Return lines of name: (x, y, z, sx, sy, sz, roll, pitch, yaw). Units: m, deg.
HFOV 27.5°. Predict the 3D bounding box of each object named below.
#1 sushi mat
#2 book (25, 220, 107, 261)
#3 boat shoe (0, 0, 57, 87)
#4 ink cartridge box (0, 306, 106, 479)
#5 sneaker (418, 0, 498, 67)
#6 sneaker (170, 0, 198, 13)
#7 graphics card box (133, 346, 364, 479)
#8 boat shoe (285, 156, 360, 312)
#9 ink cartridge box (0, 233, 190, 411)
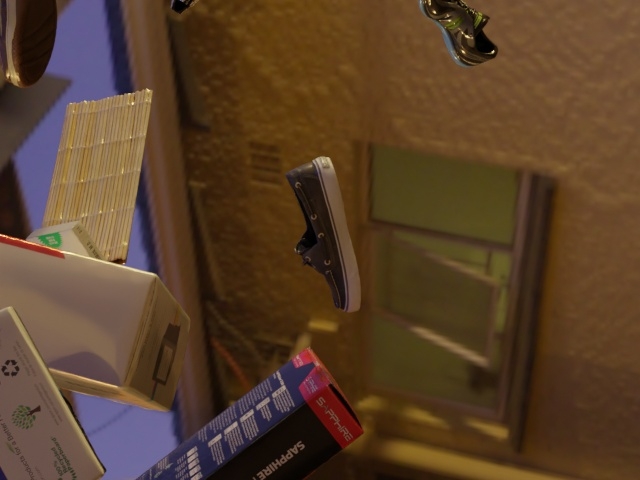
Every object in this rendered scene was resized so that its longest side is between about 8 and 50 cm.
sushi mat: (-0.324, -0.084, 1.869, 0.019, 0.151, 0.316, 60, -154, -49)
book: (-0.305, 0.042, 1.692, 0.035, 0.096, 0.144, -50, -61, -40)
boat shoe: (-0.427, -0.345, 1.825, 0.095, 0.095, 0.257, -32, -45, -58)
ink cartridge box: (-0.358, 0.205, 1.066, 0.165, 0.332, 0.065, 61, 169, 3)
sneaker: (0.202, -0.328, 1.902, 0.188, 0.078, 0.067, 50, -129, -38)
sneaker: (-0.175, -0.355, 1.852, 0.109, 0.040, 0.044, -30, 39, 48)
graphics card box: (-0.123, 0.312, 1.808, 0.371, 0.094, 0.233, -37, 11, -3)
boat shoe: (0.000, 0.000, 1.779, 0.080, 0.076, 0.228, -121, 17, -62)
ink cartridge box: (-0.280, 0.097, 1.467, 0.306, 0.226, 0.131, 85, -161, -79)
